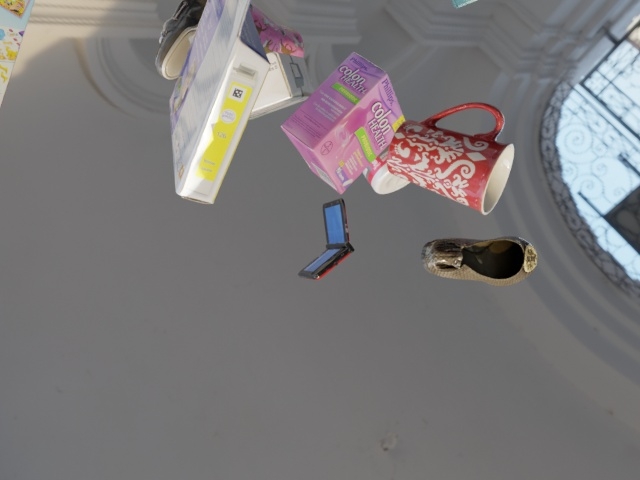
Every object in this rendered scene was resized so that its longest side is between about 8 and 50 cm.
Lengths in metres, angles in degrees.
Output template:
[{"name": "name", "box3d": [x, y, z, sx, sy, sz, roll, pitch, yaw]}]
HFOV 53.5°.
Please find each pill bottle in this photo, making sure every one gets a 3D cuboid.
[{"name": "pill bottle", "box3d": [0.153, -0.308, 1.848, 0.176, 0.176, 0.319, -10, -119, -45]}]

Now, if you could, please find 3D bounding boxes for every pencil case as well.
[{"name": "pencil case", "box3d": [-0.203, -0.613, 1.858, 0.167, 0.160, 0.386, 18, -175, 29]}]

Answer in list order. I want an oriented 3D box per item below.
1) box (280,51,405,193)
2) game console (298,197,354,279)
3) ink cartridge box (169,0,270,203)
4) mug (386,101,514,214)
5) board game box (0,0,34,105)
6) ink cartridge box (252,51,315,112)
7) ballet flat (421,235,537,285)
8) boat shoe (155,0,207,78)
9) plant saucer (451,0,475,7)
[{"name": "box", "box3d": [0.062, -0.270, 1.491, 0.117, 0.243, 0.213, 41, 175, 30]}, {"name": "game console", "box3d": [0.000, 0.000, 1.118, 0.124, 0.144, 0.085, -39, -83, -11]}, {"name": "ink cartridge box", "box3d": [-0.144, -0.263, 0.932, 0.072, 0.307, 0.304, 17, -149, -25]}, {"name": "mug", "box3d": [0.206, -0.137, 0.990, 0.169, 0.150, 0.113, 23, 171, 26]}, {"name": "board game box", "box3d": [-0.613, -0.385, 1.102, 0.142, 0.275, 0.144, 25, -174, 40]}, {"name": "ink cartridge box", "box3d": [-0.144, -0.380, 1.586, 0.273, 0.198, 0.115, -48, -60, -72]}, {"name": "ballet flat", "box3d": [0.269, 0.028, 1.012, 0.249, 0.058, 0.084, 5, -99, -33]}, {"name": "boat shoe", "box3d": [-0.326, -0.518, 1.545, 0.095, 0.112, 0.335, 20, -121, 10]}, {"name": "plant saucer", "box3d": [0.364, -0.546, 1.334, 0.067, 0.192, 0.018, 43, -140, -49]}]
